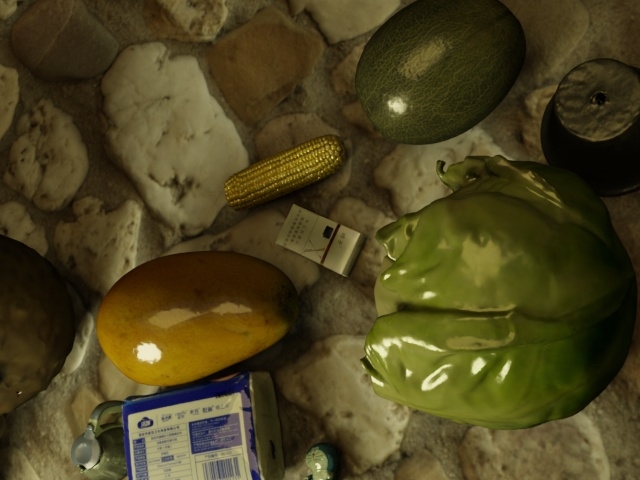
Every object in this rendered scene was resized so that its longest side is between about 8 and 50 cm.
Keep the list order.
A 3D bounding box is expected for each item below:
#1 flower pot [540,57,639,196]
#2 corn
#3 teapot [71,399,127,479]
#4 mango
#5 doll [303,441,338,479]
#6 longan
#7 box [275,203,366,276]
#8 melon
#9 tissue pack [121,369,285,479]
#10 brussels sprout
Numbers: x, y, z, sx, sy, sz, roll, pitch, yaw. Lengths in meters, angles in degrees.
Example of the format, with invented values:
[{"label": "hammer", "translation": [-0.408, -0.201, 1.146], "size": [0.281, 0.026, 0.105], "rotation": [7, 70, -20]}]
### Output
[{"label": "flower pot", "translation": [0.464, -0.206, 1.604], "size": [0.235, 0.148, 0.235], "rotation": [-7, 72, 22]}, {"label": "corn", "translation": [-0.065, -0.129, 1.857], "size": [0.248, 0.081, 0.081], "rotation": [-22, 68, 18]}, {"label": "teapot", "translation": [-0.406, 0.387, 1.854], "size": [0.111, 0.108, 0.149], "rotation": [42, 95, 26]}, {"label": "mango", "translation": [-0.216, 0.131, 1.763], "size": [0.377, 0.264, 0.221], "rotation": [-10, 113, 17]}, {"label": "doll", "translation": [0.001, 0.394, 1.704], "size": [0.076, 0.050, 0.083], "rotation": [-19, 70, 38]}, {"label": "longan", "translation": [-0.670, 0.170, 1.889], "size": [0.391, 0.391, 0.391], "rotation": [-6, 74, 23]}, {"label": "box", "translation": [0.000, 0.000, 1.815], "size": [0.154, 0.040, 0.084], "rotation": [24, 86, 28]}, {"label": "melon", "translation": [0.207, -0.301, 1.697], "size": [0.301, 0.237, 0.238], "rotation": [-33, 65, 13]}, {"label": "tissue pack", "translation": [-0.210, 0.360, 1.763], "size": [0.269, 0.137, 0.209], "rotation": [-16, 70, 16]}, {"label": "brussels sprout", "translation": [0.290, 0.088, 1.488], "size": [0.361, 0.342, 0.426], "rotation": [16, 94, 34]}]
